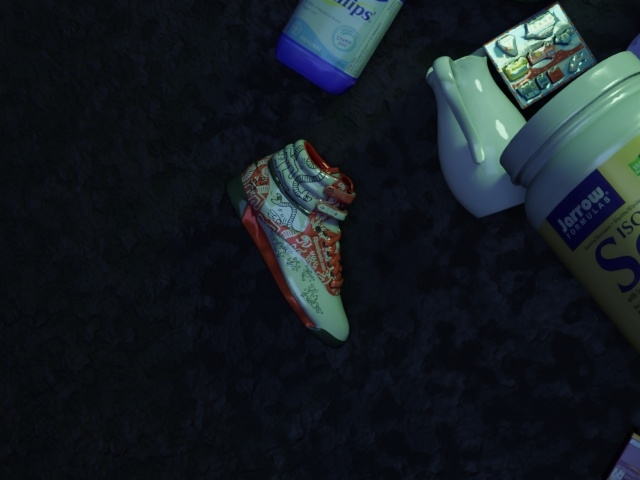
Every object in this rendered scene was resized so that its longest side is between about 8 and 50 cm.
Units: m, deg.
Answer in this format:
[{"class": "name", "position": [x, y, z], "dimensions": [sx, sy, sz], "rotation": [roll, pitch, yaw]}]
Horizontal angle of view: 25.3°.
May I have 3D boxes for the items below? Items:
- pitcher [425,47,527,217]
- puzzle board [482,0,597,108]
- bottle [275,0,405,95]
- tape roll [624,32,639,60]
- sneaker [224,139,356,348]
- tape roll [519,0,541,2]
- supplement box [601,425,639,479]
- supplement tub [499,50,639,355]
[{"class": "pitcher", "position": [0.196, -0.135, 1.791], "dimensions": [0.125, 0.178, 0.207], "rotation": [-20, 91, 19]}, {"class": "puzzle board", "position": [0.282, -0.238, 1.820], "dimensions": [0.128, 0.011, 0.096], "rotation": [-32, 89, -20]}, {"class": "bottle", "position": [0.055, -0.330, 1.842], "dimensions": [0.118, 0.092, 0.283], "rotation": [34, 100, 9]}, {"class": "tape roll", "position": [0.464, -0.191, 1.790], "dimensions": [0.189, 0.080, 0.189], "rotation": [1, 95, 11]}, {"class": "sneaker", "position": [-0.001, -0.001, 1.882], "dimensions": [0.145, 0.090, 0.270], "rotation": [-33, 86, 14]}, {"class": "tape roll", "position": [0.264, -0.413, 1.809], "dimensions": [0.219, 0.072, 0.219], "rotation": [1, 95, 9]}, {"class": "supplement box", "position": [0.411, 0.294, 1.859], "dimensions": [0.055, 0.043, 0.083], "rotation": [30, 98, 6]}, {"class": "supplement tub", "position": [0.389, -0.030, 1.648], "dimensions": [0.241, 0.241, 0.331], "rotation": [-41, 77, 11]}]
